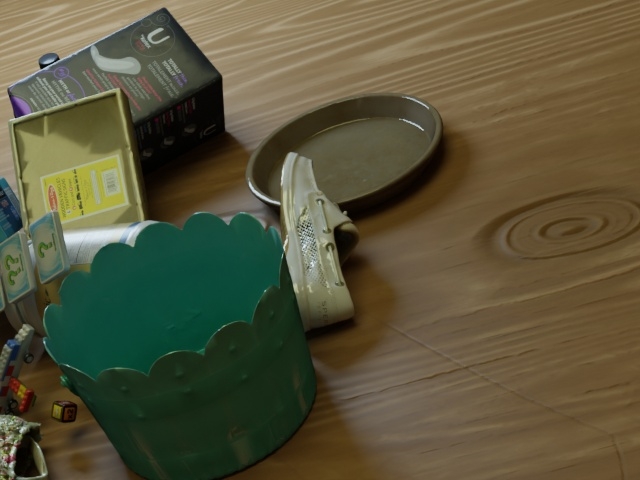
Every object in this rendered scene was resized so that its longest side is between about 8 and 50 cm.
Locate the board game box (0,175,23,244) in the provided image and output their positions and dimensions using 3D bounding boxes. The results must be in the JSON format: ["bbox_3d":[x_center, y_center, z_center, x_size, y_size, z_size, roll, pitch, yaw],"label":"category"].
[{"bbox_3d":[-0.557,0.037,1.828,0.336,0.079,0.254,-30,8,-2],"label":"board game box"}]

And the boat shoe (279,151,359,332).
[{"bbox_3d":[0.000,0.000,1.706,0.096,0.098,0.277,-5,48,0],"label":"boat shoe"}]

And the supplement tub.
[{"bbox_3d":[-0.276,0.054,1.724,0.200,0.144,0.144,-5,35,23],"label":"supplement tub"}]

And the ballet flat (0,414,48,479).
[{"bbox_3d":[-0.331,0.267,1.500,0.077,0.091,0.241,-1,34,-11],"label":"ballet flat"}]

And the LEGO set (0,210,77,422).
[{"bbox_3d":[-0.353,0.109,1.635,0.182,0.244,0.060,-28,-20,37],"label":"LEGO set"}]

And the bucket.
[{"bbox_3d":[-0.144,0.117,1.524,0.281,0.183,0.281,-14,32,9],"label":"bucket"}]

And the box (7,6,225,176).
[{"bbox_3d":[-0.294,-0.190,2.047,0.270,0.143,0.165,-31,66,-17],"label":"box"}]

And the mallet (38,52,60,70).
[{"bbox_3d":[-0.409,-0.274,2.359,0.190,0.062,0.039,18,49,43],"label":"mallet"}]

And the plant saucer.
[{"bbox_3d":[0.035,-0.113,1.903,0.278,0.041,0.278,-14,32,9],"label":"plant saucer"}]

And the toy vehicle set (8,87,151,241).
[{"bbox_3d":[-0.318,-0.060,1.873,0.166,0.035,0.266,-15,70,7],"label":"toy vehicle set"}]
